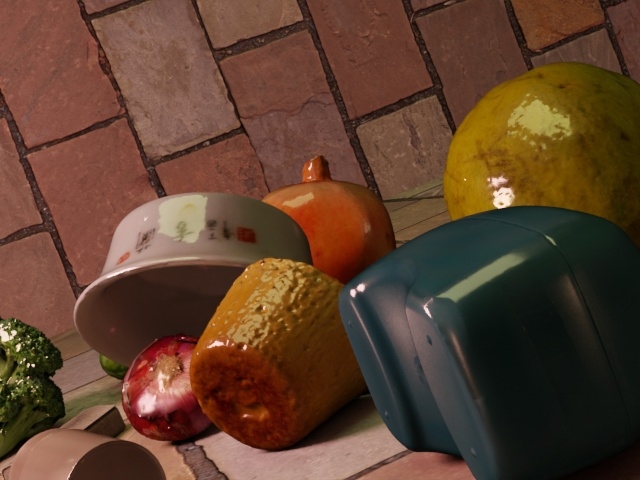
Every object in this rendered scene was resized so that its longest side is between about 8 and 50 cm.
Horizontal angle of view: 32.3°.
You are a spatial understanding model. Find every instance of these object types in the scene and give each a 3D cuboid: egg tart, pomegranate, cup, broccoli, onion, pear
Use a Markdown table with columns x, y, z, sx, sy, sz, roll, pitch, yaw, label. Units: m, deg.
| x | y | z | sx | sy | sz | roll | pitch | yaw | label |
| --- | --- | --- | --- | --- | --- | --- | --- | --- | --- |
| -0.048 | 0.137 | 1.218 | 0.202 | 0.202 | 0.147 | -16 | 22 | 39 | egg tart |
| 0.000 | 0.000 | 1.789 | 0.252 | 0.270 | 0.229 | -10 | 2 | 26 | pomegranate |
| -0.146 | 0.048 | 1.480 | 0.347 | 0.163 | 0.347 | 0 | -32 | 0 | cup |
| -0.557 | 0.241 | 1.761 | 0.308 | 0.308 | 0.275 | -18 | 31 | 24 | broccoli |
| -0.174 | 0.203 | 1.433 | 0.150 | 0.140 | 0.150 | -11 | 50 | 14 | onion |
| 0.288 | -0.044 | 1.238 | 0.287 | 0.287 | 0.375 | -21 | 32 | 3 | pear |

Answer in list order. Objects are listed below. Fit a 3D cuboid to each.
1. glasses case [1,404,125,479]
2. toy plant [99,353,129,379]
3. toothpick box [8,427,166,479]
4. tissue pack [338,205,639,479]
| x | y | z | sx | sy | sz | roll | pitch | yaw | label |
| --- | --- | --- | --- | --- | --- | --- | --- | --- | --- |
| -0.349 | 0.283 | 1.514 | 0.071 | 0.047 | 0.205 | -18 | 6 | 21 | glasses case |
| -0.261 | 0.156 | 1.962 | 0.316 | 0.184 | 0.224 | -36 | -6 | 24 | toy plant |
| -0.239 | 0.249 | 1.121 | 0.111 | 0.111 | 0.180 | -25 | 8 | -31 | toothpick box |
| 0.155 | 0.074 | 0.900 | 0.206 | 0.198 | 0.287 | -25 | 4 | -16 | tissue pack |
